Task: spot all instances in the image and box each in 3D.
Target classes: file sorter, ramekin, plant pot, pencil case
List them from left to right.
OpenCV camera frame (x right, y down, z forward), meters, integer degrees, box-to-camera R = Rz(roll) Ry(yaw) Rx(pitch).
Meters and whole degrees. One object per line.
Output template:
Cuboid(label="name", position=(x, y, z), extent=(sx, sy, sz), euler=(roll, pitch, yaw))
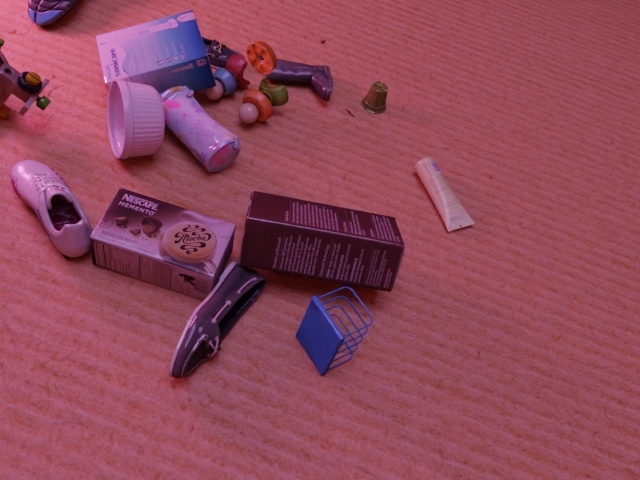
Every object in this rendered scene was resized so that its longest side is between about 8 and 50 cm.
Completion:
Cuboid(label="ramekin", position=(-0.490, -0.320, 1.714), extent=(0.109, 0.207, 0.207), euler=(-4, 54, -29))
Cuboid(label="pencil case", position=(-0.343, -0.313, 1.797), extent=(0.124, 0.113, 0.273), euler=(-40, 70, -11))
Cuboid(label="file sorter", position=(0.033, 0.202, 1.465), extent=(0.104, 0.170, 0.118), euler=(-21, 61, -30))
Cuboid(label="plant pot", position=(0.182, -0.465, 2.075), extent=(0.083, 0.079, 0.083), euler=(7, 53, -10))

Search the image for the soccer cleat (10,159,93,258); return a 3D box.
Cuboid(label="soccer cleat", position=(-0.640, -0.106, 1.542), extent=(0.116, 0.143, 0.331), euler=(-29, 64, -31))

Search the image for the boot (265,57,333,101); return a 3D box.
Cuboid(label="boot", position=(-0.071, -0.518, 2.053), extent=(0.208, 0.076, 0.189), euler=(8, 37, -17))

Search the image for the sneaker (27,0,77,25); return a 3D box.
Cuboid(label="sneaker", position=(-0.804, -0.801, 2.060), extent=(0.125, 0.139, 0.341), euler=(28, 70, -5))

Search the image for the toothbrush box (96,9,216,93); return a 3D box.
Cuboid(label="toothbrush box", position=(-0.477, -0.520, 1.869), extent=(0.295, 0.126, 0.216), euler=(-18, 58, -7))

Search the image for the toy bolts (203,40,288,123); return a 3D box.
Cuboid(label="toy bolts", position=(-0.239, -0.470, 1.908), extent=(0.228, 0.218, 0.158), euler=(25, 55, 29))

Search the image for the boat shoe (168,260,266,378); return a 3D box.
Cuboid(label="boat shoe", position=(-0.225, 0.178, 1.454), extent=(0.095, 0.112, 0.335), euler=(21, 47, 8))

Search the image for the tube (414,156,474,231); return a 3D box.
Cuboid(label="tube", position=(0.354, -0.133, 1.884), extent=(0.070, 0.062, 0.240), euler=(-34, 65, 15))

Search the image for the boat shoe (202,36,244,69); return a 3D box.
Cuboid(label="boat shoe", position=(-0.348, -0.603, 2.049), extent=(0.228, 0.068, 0.081), euler=(13, 51, -5))

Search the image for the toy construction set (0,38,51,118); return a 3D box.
Cuboid(label="toy construction set", position=(-0.843, -0.414, 1.717), extent=(0.237, 0.257, 0.309), euler=(29, 22, -25))

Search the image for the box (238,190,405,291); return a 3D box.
Cuboid(label="box", position=(0.000, 0.000, 1.591), extent=(0.381, 0.143, 0.191), euler=(12, 23, -6))

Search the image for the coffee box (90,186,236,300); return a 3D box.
Cuboid(label="coffee box", position=(-0.372, 0.010, 1.538), extent=(0.297, 0.119, 0.168), euler=(19, 52, 0))
